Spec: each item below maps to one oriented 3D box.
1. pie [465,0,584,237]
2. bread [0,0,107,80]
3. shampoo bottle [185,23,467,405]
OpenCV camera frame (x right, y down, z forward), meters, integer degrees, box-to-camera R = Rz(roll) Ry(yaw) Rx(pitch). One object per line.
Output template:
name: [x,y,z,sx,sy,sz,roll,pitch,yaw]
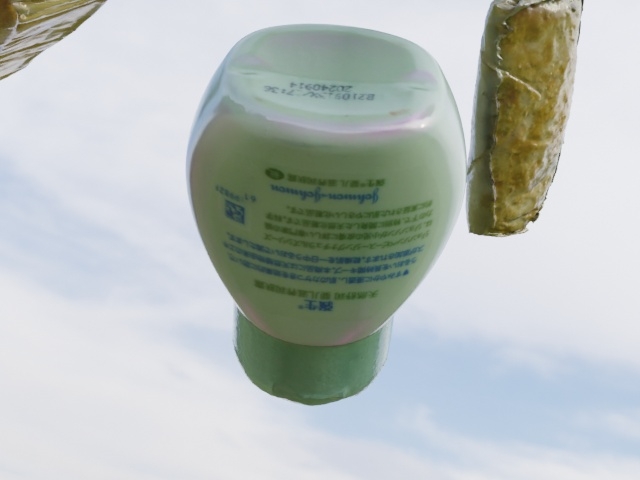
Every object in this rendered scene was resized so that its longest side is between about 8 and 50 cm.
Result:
pie: [0.197,-0.126,1.146,0.068,0.128,0.282,42,-37,42]
bread: [-0.252,-0.198,0.849,0.119,0.152,0.288,-23,3,-34]
shampoo bottle: [0.000,0.000,0.989,0.221,0.151,0.349,2,-46,-2]
